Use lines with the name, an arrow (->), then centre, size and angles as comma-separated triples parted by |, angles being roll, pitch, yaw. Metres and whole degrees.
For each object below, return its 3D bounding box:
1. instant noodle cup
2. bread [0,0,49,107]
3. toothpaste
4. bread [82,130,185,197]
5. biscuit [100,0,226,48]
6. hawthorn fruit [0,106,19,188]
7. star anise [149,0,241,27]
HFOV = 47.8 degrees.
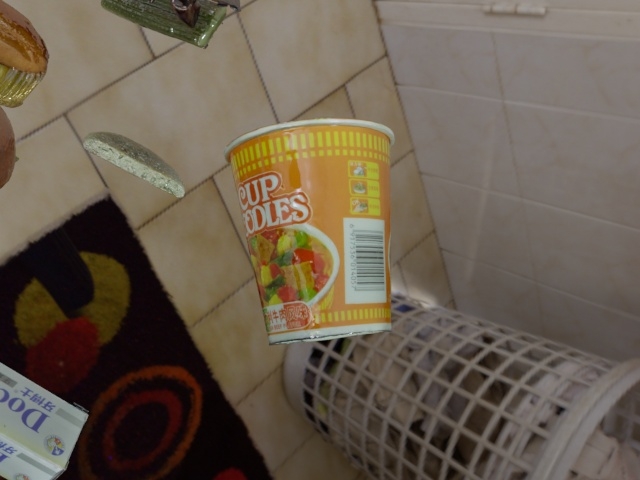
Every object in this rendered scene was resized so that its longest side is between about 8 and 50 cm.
instant noodle cup -> 0.000, 0.000, 0.675 | 0.168, 0.168, 0.184 | 2, 78, -42
bread -> -0.490, -0.289, 1.046 | 0.114, 0.132, 0.191 | -39, 134, 25
toothpaste -> -0.208, 0.074, 0.388 | 0.164, 0.046, 0.034 | 38, 116, -18
bread -> -0.326, -0.151, 1.291 | 0.193, 0.112, 0.036 | 30, 107, -24
biscuit -> -0.307, -0.447, 1.377 | 0.099, 0.323, 0.038 | -56, 148, -8
hawthorn fruit -> -0.481, -0.115, 0.925 | 0.251, 0.200, 0.199 | 10, 100, -69
star anise -> -0.240, -0.467, 1.172 | 0.283, 0.212, 0.129 | 29, 42, -21
